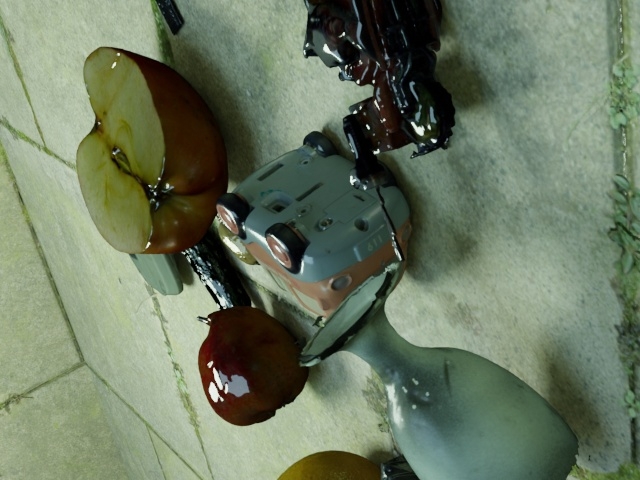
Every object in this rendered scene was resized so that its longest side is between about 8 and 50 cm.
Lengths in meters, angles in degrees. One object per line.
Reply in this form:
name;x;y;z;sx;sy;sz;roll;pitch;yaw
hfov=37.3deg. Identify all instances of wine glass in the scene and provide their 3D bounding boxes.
wine glass;0.149;0.201;1.171;0.357;0.190;0.190;42;154;-6

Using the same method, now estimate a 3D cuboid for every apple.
apple;-0.314;-0.146;1.668;0.365;0.295;0.329;43;171;42

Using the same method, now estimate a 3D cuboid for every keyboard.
keyboard;-0.290;-0.451;1.633;0.198;0.010;0.063;63;155;-2

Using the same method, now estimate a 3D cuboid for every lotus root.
lotus root;-0.148;-0.008;1.742;0.152;0.063;0.072;47;160;20

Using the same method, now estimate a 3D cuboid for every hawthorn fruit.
hawthorn fruit;-0.148;0.226;1.801;0.248;0.208;0.208;47;151;10

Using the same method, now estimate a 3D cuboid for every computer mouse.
computer mouse;-0.394;-0.021;2.136;0.197;0.095;0.331;29;147;50

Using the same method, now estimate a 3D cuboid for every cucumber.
cucumber;-0.223;0.045;1.914;0.303;0.072;0.081;53;150;15

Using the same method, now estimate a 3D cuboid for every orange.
orange;0.026;0.510;1.703;0.274;0.274;0.274;42;147;35

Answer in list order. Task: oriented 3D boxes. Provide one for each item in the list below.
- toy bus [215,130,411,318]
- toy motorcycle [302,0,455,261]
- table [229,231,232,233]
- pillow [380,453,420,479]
toy bus;0.000;0.000;1.355;0.287;0.194;0.232;31;148;46
toy motorcycle;0.072;-0.179;1.111;0.207;0.134;0.401;-6;108;62
table;-0.109;-0.042;1.614;0.079;0.083;0.062;24;134;50
pillow;0.206;0.475;1.475;0.335;0.161;0.092;49;117;18
